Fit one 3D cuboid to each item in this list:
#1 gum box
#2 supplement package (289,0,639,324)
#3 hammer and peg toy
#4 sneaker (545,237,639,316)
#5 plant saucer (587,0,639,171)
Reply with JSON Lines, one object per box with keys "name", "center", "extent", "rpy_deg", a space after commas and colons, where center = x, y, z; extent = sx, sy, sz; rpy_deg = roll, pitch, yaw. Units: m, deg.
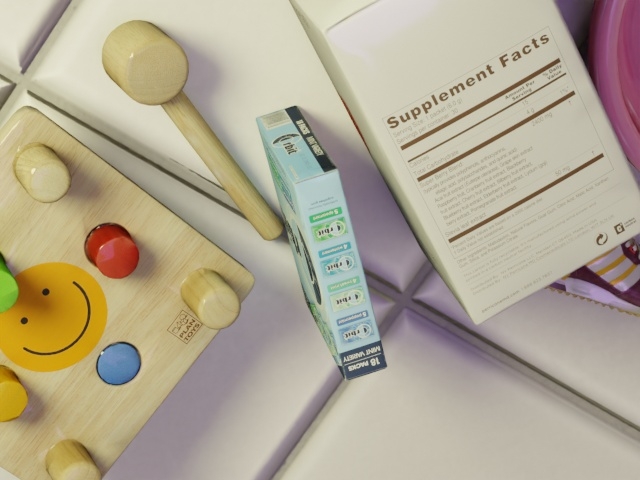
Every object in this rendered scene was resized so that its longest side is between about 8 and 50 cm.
{"name": "gum box", "center": [0.000, 0.000, 1.609], "extent": [0.041, 0.157, 0.184], "rpy_deg": [-18, 116, -6]}
{"name": "supplement package", "center": [0.117, -0.117, 1.577], "extent": [0.175, 0.177, 0.293], "rpy_deg": [-29, 116, -1]}
{"name": "hammer and peg toy", "center": [-0.180, 0.021, 1.565], "extent": [0.266, 0.127, 0.361], "rpy_deg": [39, 90, -28]}
{"name": "sneaker", "center": [0.265, 0.012, 1.732], "extent": [0.185, 0.069, 0.084], "rpy_deg": [12, 114, -20]}
{"name": "plant saucer", "center": [0.381, -0.189, 1.668], "extent": [0.332, 0.084, 0.332], "rpy_deg": [-6, 114, -13]}
